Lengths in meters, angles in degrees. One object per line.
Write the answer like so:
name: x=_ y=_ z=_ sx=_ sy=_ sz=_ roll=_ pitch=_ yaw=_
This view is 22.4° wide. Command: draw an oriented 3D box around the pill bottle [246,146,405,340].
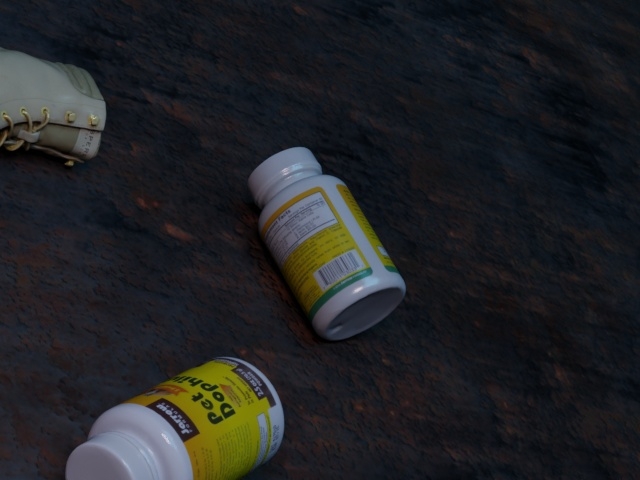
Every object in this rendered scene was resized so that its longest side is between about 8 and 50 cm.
pill bottle: x=0.000 y=0.000 z=1.843 sx=0.117 sy=0.117 sz=0.208 roll=-4 pitch=56 yaw=-48

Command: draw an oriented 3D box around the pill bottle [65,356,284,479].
pill bottle: x=-0.135 y=0.191 z=1.492 sx=0.117 sy=0.117 sz=0.215 roll=51 pitch=34 yaw=11

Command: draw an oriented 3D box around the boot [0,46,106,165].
boot: x=-0.317 y=-0.113 z=1.663 sx=0.203 sy=0.095 sz=0.262 roll=20 pitch=36 yaw=-33
